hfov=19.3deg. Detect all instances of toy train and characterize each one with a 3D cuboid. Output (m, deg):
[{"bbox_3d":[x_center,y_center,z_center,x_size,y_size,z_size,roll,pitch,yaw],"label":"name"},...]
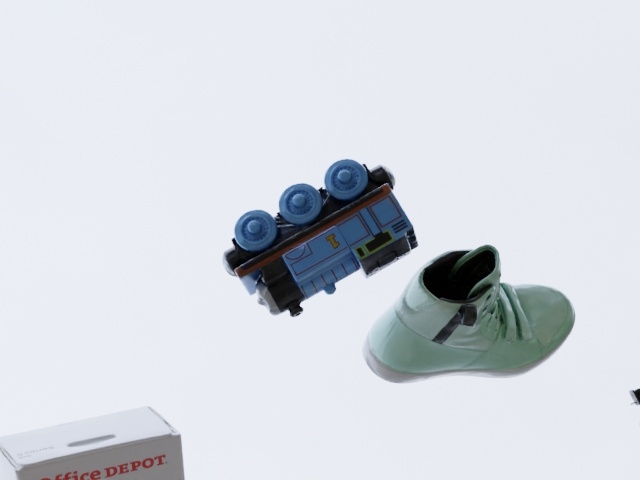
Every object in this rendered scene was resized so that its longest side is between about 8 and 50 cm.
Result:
[{"bbox_3d":[0.000,0.000,1.774,0.184,0.105,0.080,-30,-21,-3],"label":"toy train"}]

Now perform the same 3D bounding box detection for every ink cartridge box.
[{"bbox_3d":[-0.261,0.350,2.196,0.198,0.115,0.272,-10,-72,-22],"label":"ink cartridge box"}]

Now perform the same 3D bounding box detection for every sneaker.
[{"bbox_3d":[0.178,0.064,1.864,0.256,0.094,0.151,-10,-32,-34],"label":"sneaker"}]

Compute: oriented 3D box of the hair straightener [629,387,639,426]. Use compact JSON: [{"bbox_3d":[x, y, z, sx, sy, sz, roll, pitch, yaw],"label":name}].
[{"bbox_3d":[0.369,0.170,1.960,0.089,0.230,0.047,-18,-70,15],"label":"hair straightener"}]
